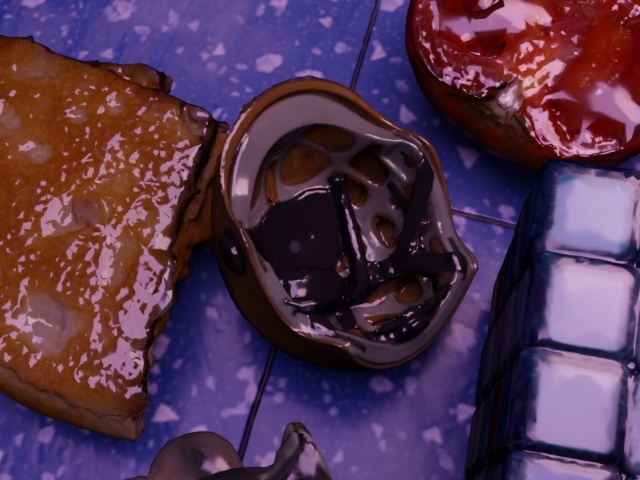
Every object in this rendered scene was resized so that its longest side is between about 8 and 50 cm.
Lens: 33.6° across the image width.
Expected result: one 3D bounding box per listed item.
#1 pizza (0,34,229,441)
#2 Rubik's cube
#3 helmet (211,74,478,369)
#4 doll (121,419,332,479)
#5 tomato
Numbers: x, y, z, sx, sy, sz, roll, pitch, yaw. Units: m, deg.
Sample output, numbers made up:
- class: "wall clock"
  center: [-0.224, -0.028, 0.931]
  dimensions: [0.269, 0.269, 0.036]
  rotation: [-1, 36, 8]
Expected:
- class: "pizza"
  center: [-0.207, -0.036, 0.853]
  dimensions: [0.278, 0.114, 0.409]
  rotation: [-32, 72, -10]
- class: "Rubik's cube"
  center: [0.243, 0.141, 0.669]
  dimensions: [0.292, 0.293, 0.287]
  rotation: [10, 75, 4]
- class: "helmet"
  center: [0.000, 0.000, 0.815]
  dimensions: [0.198, 0.130, 0.224]
  rotation: [-30, 86, -36]
- class: "doll"
  center: [-0.024, 0.312, 0.574]
  dimensions: [0.252, 0.378, 0.382]
  rotation: [-21, 92, -7]
- class: "tomato"
  center: [0.188, -0.150, 0.879]
  dimensions: [0.233, 0.139, 0.200]
  rotation: [39, 77, 13]
